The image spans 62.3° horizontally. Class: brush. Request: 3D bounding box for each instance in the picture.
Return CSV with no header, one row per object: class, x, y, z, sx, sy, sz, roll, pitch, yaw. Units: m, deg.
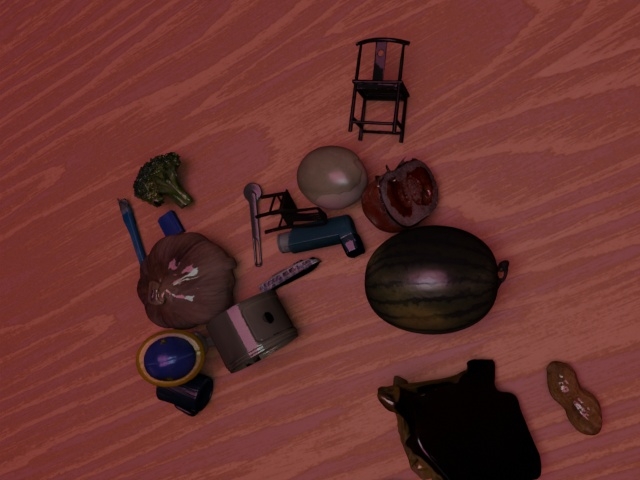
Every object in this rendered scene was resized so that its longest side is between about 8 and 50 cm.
brush,-0.204,-0.049,1.663,0.062,0.027,0.265,-5,88,18

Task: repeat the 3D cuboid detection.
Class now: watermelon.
watermelon,0.293,0.100,1.352,0.360,0.279,0.278,-1,85,18

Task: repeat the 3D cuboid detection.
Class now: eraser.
eraser,-0.494,-0.049,1.750,0.063,0.027,0.084,-34,77,14

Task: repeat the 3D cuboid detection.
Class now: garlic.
garlic,-0.420,0.125,1.622,0.322,0.241,0.321,-4,65,9

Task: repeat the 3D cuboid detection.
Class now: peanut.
peanut,0.635,0.391,1.325,0.089,0.089,0.192,-34,76,13

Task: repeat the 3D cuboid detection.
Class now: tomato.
tomato,0.201,-0.112,1.454,0.155,0.214,0.180,-27,89,55

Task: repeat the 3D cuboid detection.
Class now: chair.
chair,-0.075,-0.091,1.565,0.213,0.084,0.101,-9,44,20
chair,0.171,-0.423,1.506,0.155,0.141,0.259,7,90,18

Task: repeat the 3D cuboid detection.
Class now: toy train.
toy train,-0.092,0.102,1.600,0.208,0.043,0.047,-29,78,14

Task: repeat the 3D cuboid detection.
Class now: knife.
knife,-0.631,-0.014,1.795,0.044,0.026,0.296,-23,82,18

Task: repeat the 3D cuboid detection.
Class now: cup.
cup,-0.415,0.469,1.655,0.138,0.150,0.113,12,55,17

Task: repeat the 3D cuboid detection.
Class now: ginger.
ginger,0.346,0.498,1.365,0.413,0.359,0.211,52,145,15

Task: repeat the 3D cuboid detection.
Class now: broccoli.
broccoli,-0.496,-0.176,1.703,0.194,0.219,0.194,8,123,13

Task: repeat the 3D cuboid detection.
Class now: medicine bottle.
medicine bottle,0.000,0.000,1.559,0.259,0.079,0.124,-9,74,18

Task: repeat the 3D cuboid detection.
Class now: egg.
egg,0.040,-0.174,1.489,0.217,0.183,0.182,27,95,57

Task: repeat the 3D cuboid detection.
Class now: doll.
doll,-0.391,0.342,1.576,0.311,0.242,0.159,-13,75,-11

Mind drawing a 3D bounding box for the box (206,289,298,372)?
box,-0.194,0.262,1.526,0.226,0.226,0.149,-33,77,13
